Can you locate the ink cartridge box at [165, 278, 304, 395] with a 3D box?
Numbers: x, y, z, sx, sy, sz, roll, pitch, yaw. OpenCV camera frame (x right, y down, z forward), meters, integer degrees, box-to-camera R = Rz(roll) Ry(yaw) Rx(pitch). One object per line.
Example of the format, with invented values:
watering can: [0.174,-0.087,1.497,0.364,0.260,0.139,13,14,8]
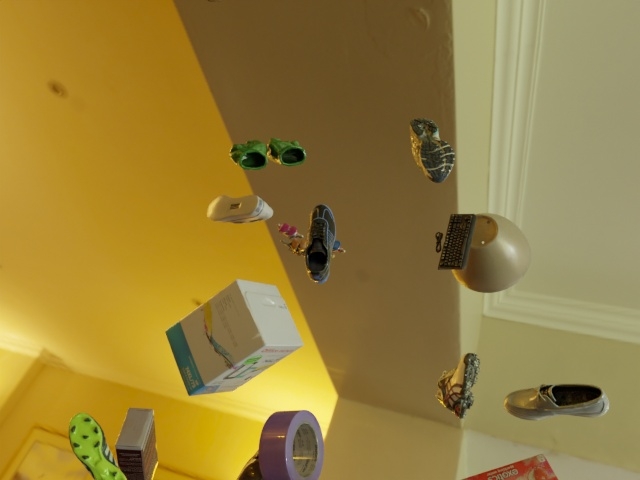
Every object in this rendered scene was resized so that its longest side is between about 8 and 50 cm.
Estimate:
ink cartridge box: [-0.229,0.261,1.461,0.270,0.197,0.198,-36,-24,18]

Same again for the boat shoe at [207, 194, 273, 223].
boat shoe: [-0.263,-0.096,1.774,0.267,0.096,0.088,-6,-27,40]

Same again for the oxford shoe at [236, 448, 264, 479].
oxford shoe: [-0.148,0.570,1.433,0.083,0.227,0.096,25,-39,28]

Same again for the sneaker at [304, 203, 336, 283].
sneaker: [0.000,0.000,1.508,0.081,0.232,0.090,0,-17,4]

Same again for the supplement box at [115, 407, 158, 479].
supplement box: [-0.507,0.596,1.515,0.073,0.130,0.239,4,-59,-3]

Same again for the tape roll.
tape roll: [-0.069,0.520,1.355,0.080,0.189,0.189,-12,-47,26]

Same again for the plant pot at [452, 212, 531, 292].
plant pot: [0.568,0.013,1.891,0.284,0.284,0.191,-1,-30,29]

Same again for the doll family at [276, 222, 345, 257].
doll family: [-0.049,0.032,1.935,0.263,0.118,0.163,20,-6,2]

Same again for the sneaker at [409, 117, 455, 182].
sneaker: [0.358,-0.271,1.759,0.110,0.283,0.122,-5,-43,-1]

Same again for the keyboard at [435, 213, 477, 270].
keyboard: [0.360,0.002,1.494,0.108,0.180,0.023,-3,-37,37]

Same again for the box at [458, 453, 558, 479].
box: [0.491,0.674,1.414,0.257,0.128,0.123,-16,-53,-2]

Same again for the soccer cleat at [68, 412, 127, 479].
soccer cleat: [-0.425,0.412,1.035,0.179,0.060,0.072,57,-33,7]

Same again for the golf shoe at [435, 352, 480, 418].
golf shoe: [0.426,0.449,1.718,0.120,0.105,0.273,25,-47,30]

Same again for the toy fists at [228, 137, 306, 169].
toy fists: [-0.195,-0.321,1.994,0.142,0.279,0.096,-147,-130,-61]

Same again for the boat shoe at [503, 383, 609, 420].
boat shoe: [0.536,0.360,1.255,0.227,0.079,0.081,-9,-48,26]
